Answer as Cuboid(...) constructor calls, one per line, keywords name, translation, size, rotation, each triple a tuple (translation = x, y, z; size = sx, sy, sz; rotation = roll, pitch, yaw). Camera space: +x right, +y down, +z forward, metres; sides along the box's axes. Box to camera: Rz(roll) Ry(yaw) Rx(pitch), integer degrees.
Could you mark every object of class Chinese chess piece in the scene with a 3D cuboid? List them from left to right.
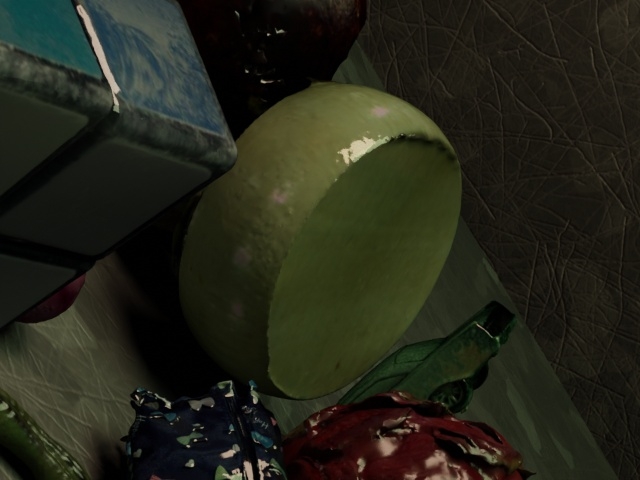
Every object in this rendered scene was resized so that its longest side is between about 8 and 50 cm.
Cuboid(name="Chinese chess piece", translation=(0.000, 0.000, 1.891), size=(0.146, 0.349, 0.349), rotation=(31, 0, 30))

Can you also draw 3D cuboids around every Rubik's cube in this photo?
Cuboid(name="Rubik's cube", translation=(-0.299, -0.131, 1.285), size=(0.313, 0.316, 0.318), rotation=(16, 46, -55))

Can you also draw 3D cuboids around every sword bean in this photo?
Cuboid(name="sword bean", translation=(-0.268, 0.144, 1.453), size=(0.269, 0.038, 0.043), rotation=(50, 15, -27))

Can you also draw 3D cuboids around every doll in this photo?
Cuboid(name="doll", translation=(-0.089, 0.190, 1.894), size=(0.139, 0.057, 0.165), rotation=(32, 22, -56))

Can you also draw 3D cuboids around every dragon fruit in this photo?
Cuboid(name="dragon fruit", translation=(0.070, 0.301, 1.735), size=(0.329, 0.329, 0.329), rotation=(52, 17, -23))

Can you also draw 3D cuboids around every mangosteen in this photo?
Cuboid(name="mangosteen", translation=(-0.142, -0.218, 1.986), size=(0.381, 0.421, 0.381), rotation=(13, 10, -2))

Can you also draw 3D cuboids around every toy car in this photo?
Cuboid(name="toy car", translation=(0.081, 0.186, 1.944), size=(0.097, 0.321, 0.141), rotation=(47, 17, 3))

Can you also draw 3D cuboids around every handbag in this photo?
Cuboid(name="handbag", translation=(-0.097, 0.240, 1.583), size=(0.260, 0.162, 0.113), rotation=(-105, -162, -49))

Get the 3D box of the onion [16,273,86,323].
Cuboid(name="onion", translation=(-0.268, 0.024, 1.587), size=(0.115, 0.115, 0.104), rotation=(67, -27, 27))
